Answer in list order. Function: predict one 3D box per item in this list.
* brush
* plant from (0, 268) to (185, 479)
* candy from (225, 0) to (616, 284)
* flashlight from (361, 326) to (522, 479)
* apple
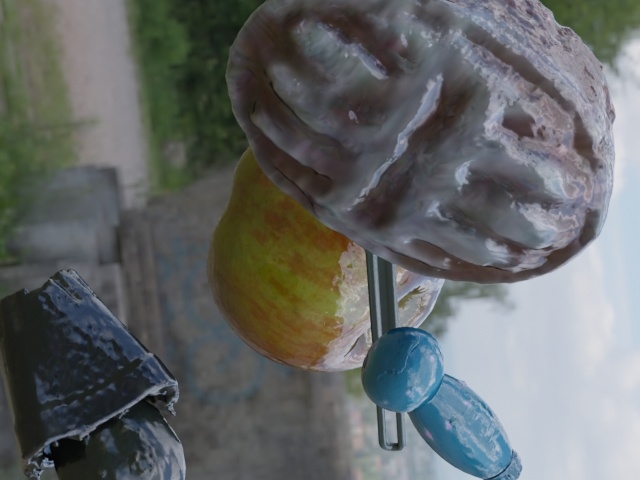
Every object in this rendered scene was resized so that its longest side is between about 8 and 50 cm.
[{"bbox_3d":[0.055,0.071,1.380,0.027,0.062,0.266,-65,152,-64],"label":"brush"},{"bbox_3d":[-0.225,0.158,1.544,0.256,0.164,0.142,62,-18,15],"label":"plant"},{"bbox_3d":[0.077,-0.095,1.152,0.214,0.289,0.157,-54,-171,37],"label":"candy"},{"bbox_3d":[0.073,0.099,0.916,0.129,0.051,0.051,46,22,-27],"label":"flashlight"},{"bbox_3d":[0.000,0.000,1.860,0.301,0.301,0.302,-7,90,-87],"label":"apple"}]
